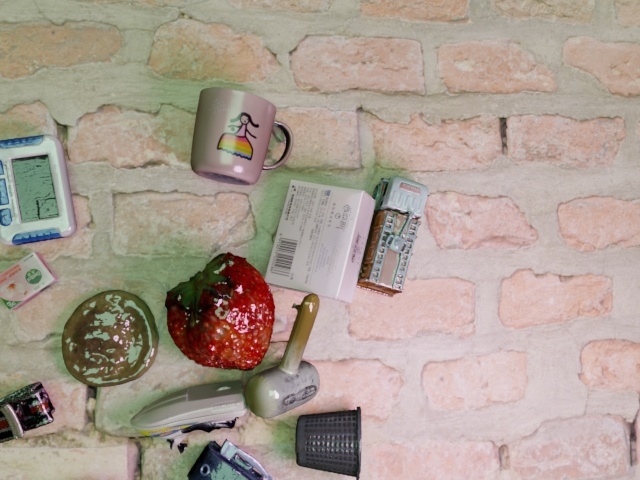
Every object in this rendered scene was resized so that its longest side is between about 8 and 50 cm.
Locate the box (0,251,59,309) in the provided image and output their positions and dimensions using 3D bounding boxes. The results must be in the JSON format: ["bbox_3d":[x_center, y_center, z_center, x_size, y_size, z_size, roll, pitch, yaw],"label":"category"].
[{"bbox_3d":[-0.714,0.097,1.343,0.125,0.043,0.089,-38,91,-10],"label":"box"}]

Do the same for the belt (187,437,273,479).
[{"bbox_3d":[-0.199,0.575,1.337,0.218,0.122,0.128,37,77,-3],"label":"belt"}]

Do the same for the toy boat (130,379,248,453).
[{"bbox_3d":[-0.305,0.422,1.336,0.269,0.141,0.140,-21,88,-8],"label":"toy boat"}]

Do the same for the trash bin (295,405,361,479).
[{"bbox_3d":[0.020,0.495,1.370,0.161,0.175,0.175,1,84,4],"label":"trash bin"}]

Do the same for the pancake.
[{"bbox_3d":[-0.510,0.244,1.358,0.242,0.050,0.241,1,85,-9],"label":"pancake"}]

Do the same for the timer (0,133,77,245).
[{"bbox_3d":[-0.700,-0.121,1.351,0.178,0.078,0.253,-9,87,-12],"label":"timer"}]

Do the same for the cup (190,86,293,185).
[{"bbox_3d":[-0.193,-0.244,1.396,0.253,0.191,0.200,11,86,-24],"label":"cup"}]

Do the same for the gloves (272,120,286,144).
[{"bbox_3d":[-0.110,-0.288,1.485,0.081,0.037,0.044,45,115,-8],"label":"gloves"}]

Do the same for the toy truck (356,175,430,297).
[{"bbox_3d":[0.184,-0.016,1.437,0.136,0.162,0.305,17,82,-7],"label":"toy truck"}]

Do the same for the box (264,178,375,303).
[{"bbox_3d":[0.001,0.001,1.393,0.203,0.116,0.274,10,81,24],"label":"box"}]

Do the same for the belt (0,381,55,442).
[{"bbox_3d":[-0.789,0.435,1.266,0.360,0.126,0.094,-21,97,-5],"label":"belt"}]

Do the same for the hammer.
[{"bbox_3d":[-0.063,0.265,1.321,0.113,0.202,0.305,25,107,30],"label":"hammer"}]

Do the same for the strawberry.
[{"bbox_3d":[-0.218,0.189,1.331,0.238,0.250,0.288,-49,120,-32],"label":"strawberry"}]
